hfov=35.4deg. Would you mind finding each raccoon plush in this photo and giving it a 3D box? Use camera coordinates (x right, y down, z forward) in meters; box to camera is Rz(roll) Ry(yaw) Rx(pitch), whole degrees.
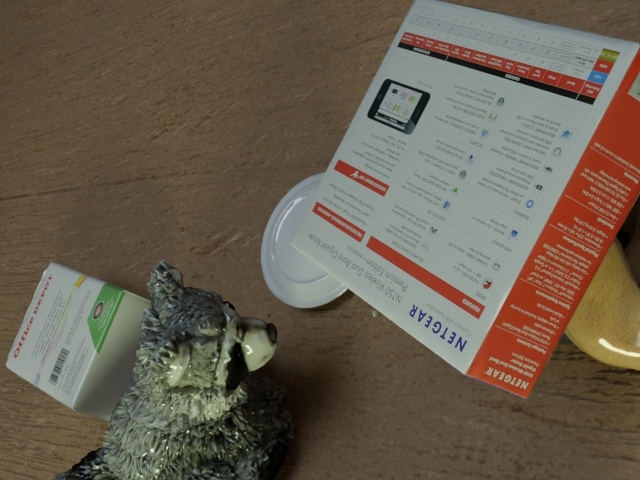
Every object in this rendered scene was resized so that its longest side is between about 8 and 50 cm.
[{"bbox_3d":[-0.235,0.232,1.247,0.446,0.299,0.216,-37,48,0],"label":"raccoon plush"}]

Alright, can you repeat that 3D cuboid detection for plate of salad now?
[{"bbox_3d":[0.000,0.000,1.397,0.199,0.048,0.200,-15,64,33],"label":"plate of salad"}]

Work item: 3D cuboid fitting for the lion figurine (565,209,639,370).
[{"bbox_3d":[0.333,0.080,0.868,0.392,0.142,0.240,26,98,43],"label":"lion figurine"}]

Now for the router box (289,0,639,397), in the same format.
[{"bbox_3d":[0.137,-0.062,0.952,0.301,0.082,0.335,-62,34,6],"label":"router box"}]

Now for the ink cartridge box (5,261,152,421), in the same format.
[{"bbox_3d":[-0.389,0.166,1.678,0.278,0.117,0.201,13,79,50],"label":"ink cartridge box"}]

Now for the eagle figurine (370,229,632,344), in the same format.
[{"bbox_3d":[0.197,0.006,1.098,0.298,0.225,0.226,-12,100,11],"label":"eagle figurine"}]
